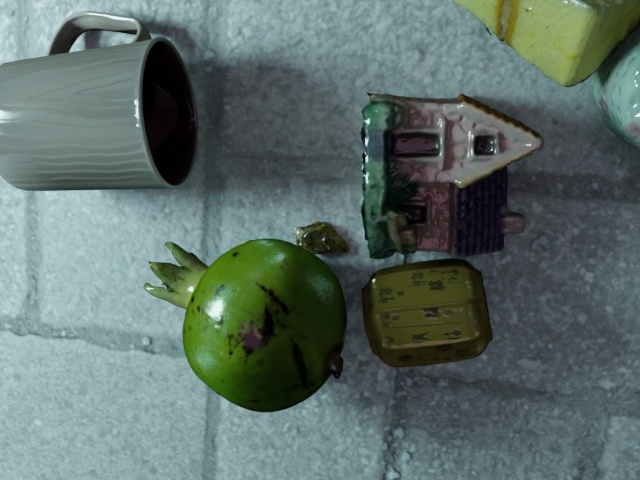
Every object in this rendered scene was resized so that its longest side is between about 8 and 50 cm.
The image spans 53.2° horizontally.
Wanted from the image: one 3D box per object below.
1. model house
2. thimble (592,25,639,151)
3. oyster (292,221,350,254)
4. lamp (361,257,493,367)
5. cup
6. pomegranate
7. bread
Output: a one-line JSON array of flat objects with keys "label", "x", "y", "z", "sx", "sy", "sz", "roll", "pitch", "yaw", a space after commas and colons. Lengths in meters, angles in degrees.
[{"label": "model house", "x": 0.185, "y": -0.093, "z": 0.910, "sx": 0.237, "sy": 0.202, "sz": 0.237, "roll": 1, "pitch": 100, "yaw": 10}, {"label": "thimble", "x": 0.485, "y": -0.205, "z": 0.848, "sx": 0.211, "sy": 0.149, "sz": 0.185, "roll": -12, "pitch": 116, "yaw": 4}, {"label": "oyster", "x": 0.001, "y": -0.003, "z": 1.044, "sx": 0.093, "sy": 0.034, "sz": 0.051, "roll": -2, "pitch": 107, "yaw": 5}, {"label": "lamp", "x": 0.161, "y": 0.110, "z": 0.976, "sx": 0.185, "sy": 0.161, "sz": 0.161, "roll": -10, "pitch": 98, "yaw": 12}, {"label": "cup", "x": -0.344, "y": -0.214, "z": 0.973, "sx": 0.273, "sy": 0.208, "sz": 0.288, "roll": -3, "pitch": 100, "yaw": 11}, {"label": "pomegranate", "x": -0.113, "y": 0.111, "z": 0.981, "sx": 0.340, "sy": 0.260, "sz": 0.260, "roll": 24, "pitch": 103, "yaw": 7}, {"label": "bread", "x": 0.293, "y": -0.345, "z": 0.860, "sx": 0.266, "sy": 0.141, "sz": 0.178, "roll": 49, "pitch": 118, "yaw": 30}]
